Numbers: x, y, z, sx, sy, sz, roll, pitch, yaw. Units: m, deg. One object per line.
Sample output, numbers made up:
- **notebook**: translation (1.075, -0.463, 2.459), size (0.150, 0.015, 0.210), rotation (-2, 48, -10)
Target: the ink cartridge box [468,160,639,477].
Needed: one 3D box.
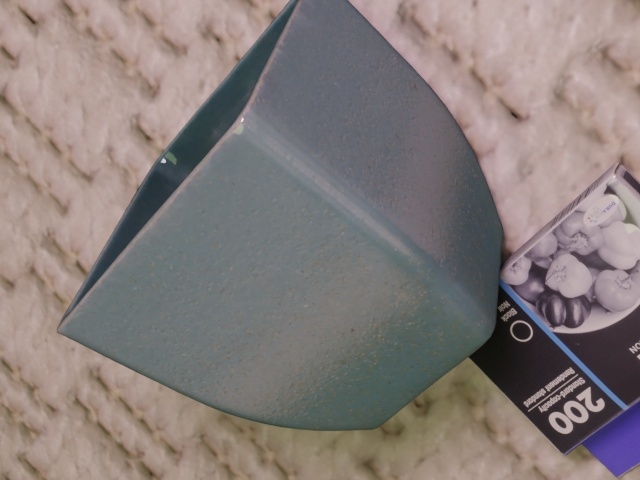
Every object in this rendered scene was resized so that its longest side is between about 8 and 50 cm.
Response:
- **ink cartridge box**: translation (0.234, 0.078, 0.880), size (0.208, 0.045, 0.206), rotation (44, 123, 1)

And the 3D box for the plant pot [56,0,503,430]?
- **plant pot**: translation (0.000, 0.000, 0.849), size (0.252, 0.247, 0.248), rotation (37, 124, -13)
